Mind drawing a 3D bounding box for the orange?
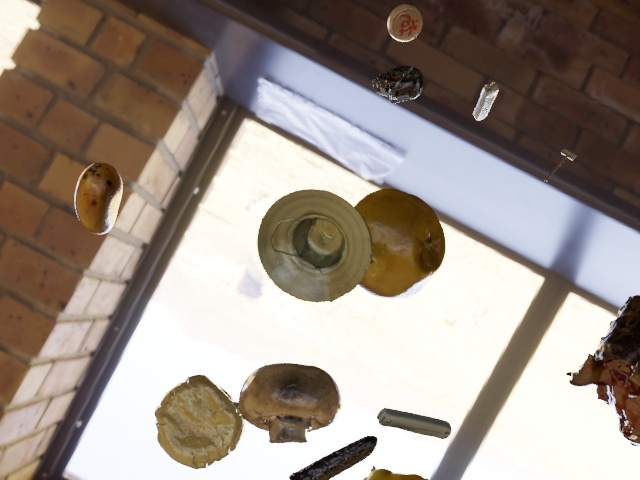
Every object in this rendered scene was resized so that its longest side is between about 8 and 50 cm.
[{"bbox_3d":[0.181,0.009,1.682,0.279,0.279,0.235,33,149,-32],"label":"orange"}]

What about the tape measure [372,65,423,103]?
[{"bbox_3d":[0.171,-0.332,1.447,0.091,0.094,0.054,49,156,44],"label":"tape measure"}]

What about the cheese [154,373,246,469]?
[{"bbox_3d":[-0.311,0.465,1.738,0.226,0.214,0.117,46,169,24],"label":"cheese"}]

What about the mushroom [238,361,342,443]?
[{"bbox_3d":[-0.049,0.262,1.088,0.166,0.127,0.166,4,159,2],"label":"mushroom"}]

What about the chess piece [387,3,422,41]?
[{"bbox_3d":[0.196,-0.506,1.589,0.083,0.084,0.038,32,-162,-31],"label":"chess piece"}]

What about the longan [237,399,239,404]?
[{"bbox_3d":[-0.187,0.452,1.934,0.106,0.119,0.106,62,168,23],"label":"longan"}]

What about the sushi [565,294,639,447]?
[{"bbox_3d":[0.474,0.173,0.810,0.343,0.182,0.196,6,129,45],"label":"sushi"}]

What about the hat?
[{"bbox_3d":[0.000,0.000,1.451,0.252,0.252,0.110,28,-159,5],"label":"hat"}]

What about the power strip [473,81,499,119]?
[{"bbox_3d":[0.556,-0.469,2.293,0.191,0.047,0.030,99,152,-62],"label":"power strip"}]

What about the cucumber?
[{"bbox_3d":[0.035,0.492,1.514,0.052,0.214,0.058,57,173,39],"label":"cucumber"}]

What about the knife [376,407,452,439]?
[{"bbox_3d":[0.166,0.326,1.210,0.162,0.044,0.023,19,-147,-28],"label":"knife"}]

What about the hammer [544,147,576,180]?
[{"bbox_3d":[0.619,-0.194,1.774,0.035,0.110,0.019,38,166,21],"label":"hammer"}]

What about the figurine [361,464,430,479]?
[{"bbox_3d":[0.115,0.503,1.266,0.156,0.131,0.246,51,137,18],"label":"figurine"}]

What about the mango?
[{"bbox_3d":[-0.528,-0.097,1.618,0.090,0.178,0.115,26,-160,22],"label":"mango"}]
